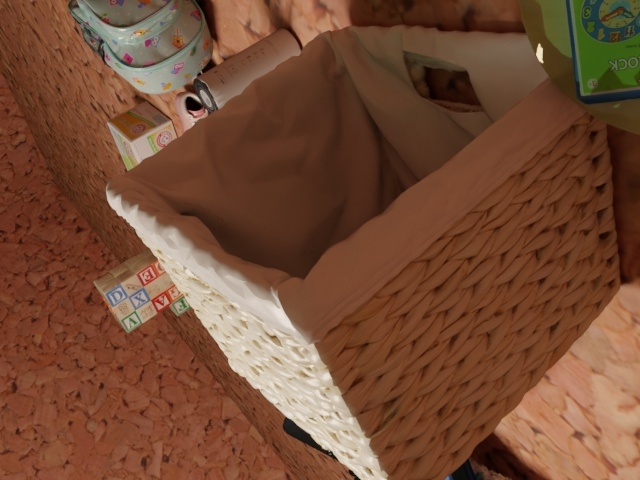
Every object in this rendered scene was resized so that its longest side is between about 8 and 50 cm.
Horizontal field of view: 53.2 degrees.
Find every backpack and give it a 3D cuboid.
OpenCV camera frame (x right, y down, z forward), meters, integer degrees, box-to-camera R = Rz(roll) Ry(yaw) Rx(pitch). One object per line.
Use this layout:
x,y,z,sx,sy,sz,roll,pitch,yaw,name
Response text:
-0.256,-0.319,0.941,0.188,0.166,0.144,49,166,7,backpack

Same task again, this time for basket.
0.047,-0.007,0.593,0.328,0.331,0.266,25,149,49,basket

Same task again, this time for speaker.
-0.089,-0.212,0.802,0.055,0.136,0.055,45,160,22,speaker

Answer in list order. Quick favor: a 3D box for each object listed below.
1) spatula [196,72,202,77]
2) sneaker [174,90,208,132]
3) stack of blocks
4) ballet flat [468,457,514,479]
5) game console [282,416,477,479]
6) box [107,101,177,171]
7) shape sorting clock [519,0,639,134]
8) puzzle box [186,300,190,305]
-0.162,-0.165,1.042,0.084,0.030,0.297,23,-131,-82,spatula
-0.223,-0.211,1.171,0.070,0.051,0.134,13,129,65,sneaker
-0.389,0.100,1.604,0.087,0.297,0.171,26,143,47,stack of blocks
0.217,0.416,1.081,0.409,0.147,0.147,5,127,62,ballet flat
0.082,0.354,1.043,0.250,0.173,0.293,30,129,-8,game console
-0.376,-0.188,1.433,0.114,0.103,0.203,37,152,36,box
0.216,-0.155,0.362,0.206,0.040,0.206,18,125,28,shape sorting clock
-0.056,0.170,1.182,0.409,0.052,0.272,40,138,5,puzzle box
